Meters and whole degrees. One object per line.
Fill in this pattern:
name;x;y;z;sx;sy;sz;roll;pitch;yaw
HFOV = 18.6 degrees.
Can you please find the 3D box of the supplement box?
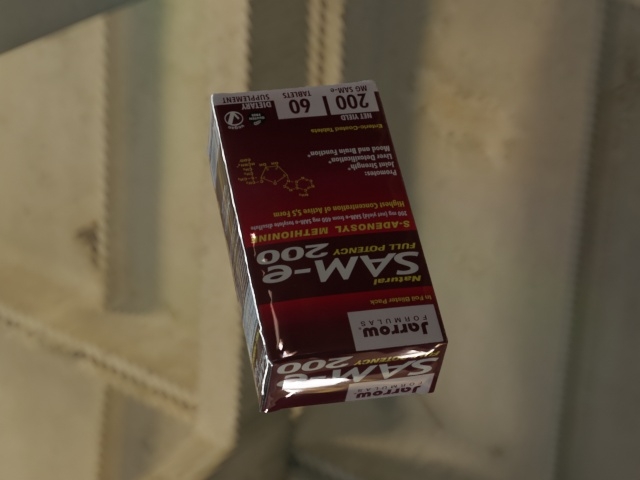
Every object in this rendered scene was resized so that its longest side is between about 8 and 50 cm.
supplement box;0.000;0.000;1.415;0.073;0.130;0.239;101;-21;-54
